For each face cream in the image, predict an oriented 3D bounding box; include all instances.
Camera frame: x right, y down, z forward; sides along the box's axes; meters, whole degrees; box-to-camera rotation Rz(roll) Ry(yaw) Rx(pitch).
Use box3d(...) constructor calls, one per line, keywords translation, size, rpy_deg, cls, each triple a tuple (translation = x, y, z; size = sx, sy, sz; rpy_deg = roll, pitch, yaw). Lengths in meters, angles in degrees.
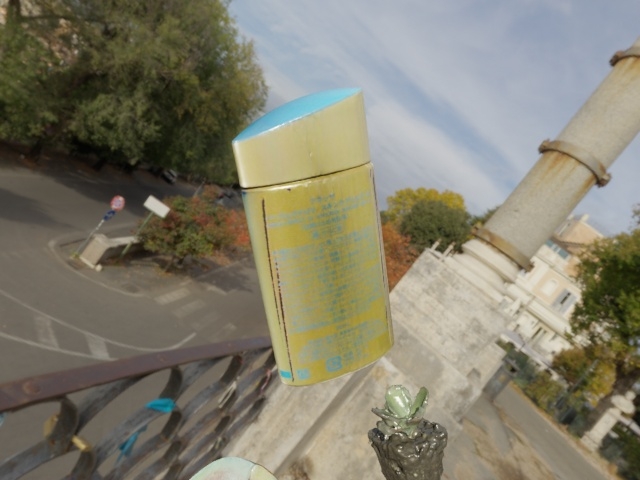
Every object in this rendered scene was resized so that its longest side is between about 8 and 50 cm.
box3d(translation=(0.000, 0.000, 0.449), size=(0.067, 0.140, 0.284), rpy_deg=(25, -53, 61), cls="face cream")

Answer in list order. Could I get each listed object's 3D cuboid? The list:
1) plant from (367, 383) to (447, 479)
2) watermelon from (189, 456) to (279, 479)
box3d(translation=(0.172, 0.399, 0.892), size=(0.143, 0.203, 0.131), rpy_deg=(-9, 13, -29), cls="plant")
box3d(translation=(-0.146, 0.481, 0.634), size=(0.175, 0.321, 0.188), rpy_deg=(42, -26, -30), cls="watermelon")
